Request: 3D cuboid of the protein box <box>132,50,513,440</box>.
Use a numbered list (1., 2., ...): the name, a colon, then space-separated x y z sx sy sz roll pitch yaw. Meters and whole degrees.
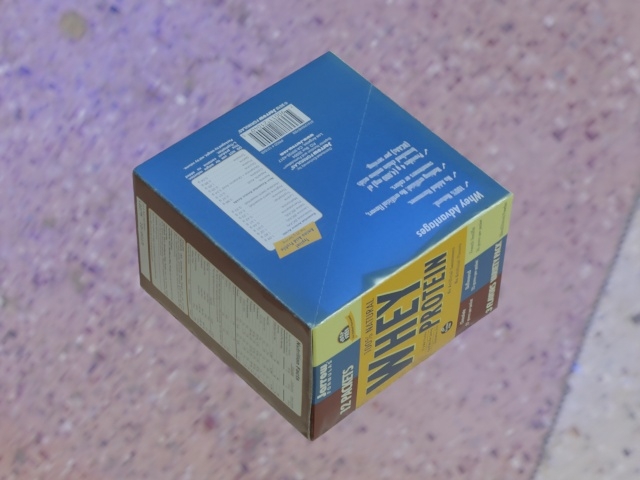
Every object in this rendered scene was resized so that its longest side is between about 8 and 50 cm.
1. protein box: 0.000 0.000 1.486 0.200 0.136 0.201 -34 58 -27
